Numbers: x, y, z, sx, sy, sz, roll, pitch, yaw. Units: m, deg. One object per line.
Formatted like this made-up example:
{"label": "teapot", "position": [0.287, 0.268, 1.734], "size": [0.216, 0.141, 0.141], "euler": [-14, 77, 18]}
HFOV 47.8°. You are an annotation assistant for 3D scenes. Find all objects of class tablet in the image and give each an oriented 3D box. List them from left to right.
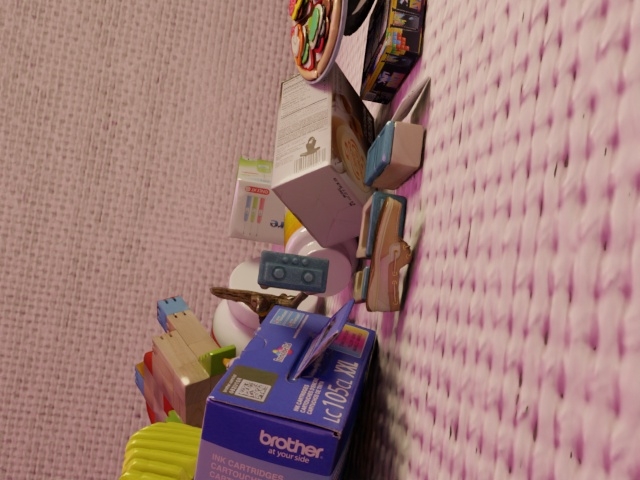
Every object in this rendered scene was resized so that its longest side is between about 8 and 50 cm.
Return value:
{"label": "tablet", "position": [0.104, -0.162, 0.883], "size": [0.054, 0.006, 0.083], "euler": [-45, -8, -26]}

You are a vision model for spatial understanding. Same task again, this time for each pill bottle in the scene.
{"label": "pill bottle", "position": [-0.123, 0.222, 1.467], "size": [0.210, 0.210, 0.363], "euler": [-91, 12, -52]}
{"label": "pill bottle", "position": [0.000, 0.000, 1.159], "size": [0.215, 0.117, 0.117], "euler": [-96, 16, -63]}

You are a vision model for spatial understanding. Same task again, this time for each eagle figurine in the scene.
{"label": "eagle figurine", "position": [-0.084, 0.229, 1.140], "size": [0.225, 0.226, 0.298], "euler": [159, 115, -73]}

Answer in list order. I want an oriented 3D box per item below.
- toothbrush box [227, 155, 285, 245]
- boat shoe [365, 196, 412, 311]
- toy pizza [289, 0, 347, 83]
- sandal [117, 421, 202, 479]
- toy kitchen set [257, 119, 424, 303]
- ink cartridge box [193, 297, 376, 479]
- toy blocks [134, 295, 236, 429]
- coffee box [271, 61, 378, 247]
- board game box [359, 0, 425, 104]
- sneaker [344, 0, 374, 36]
{"label": "toothbrush box", "position": [-0.077, -0.080, 1.489], "size": [0.283, 0.206, 0.122], "euler": [-105, 25, -73]}
{"label": "boat shoe", "position": [0.081, 0.018, 0.818], "size": [0.050, 0.045, 0.135], "euler": [-80, -3, -71]}
{"label": "toy pizza", "position": [-0.012, -0.326, 1.030], "size": [0.201, 0.032, 0.201], "euler": [-179, 90, -69]}
{"label": "sandal", "position": [-0.195, 0.322, 0.873], "size": [0.317, 0.126, 0.138], "euler": [-43, -38, -77]}
{"label": "toy kitchen set", "position": [0.020, -0.037, 0.870], "size": [0.122, 0.166, 0.207], "euler": [130, 148, -77]}
{"label": "ink cartridge box", "position": [-0.044, 0.256, 0.863], "size": [0.270, 0.151, 0.395], "euler": [-54, -25, -70]}
{"label": "toy blocks", "position": [-0.269, 0.290, 1.388], "size": [0.261, 0.191, 0.381], "euler": [41, 135, 44]}
{"label": "coffee box", "position": [0.011, -0.132, 1.066], "size": [0.141, 0.098, 0.246], "euler": [50, -151, -38]}
{"label": "board game box", "position": [0.101, -0.289, 1.009], "size": [0.170, 0.048, 0.141], "euler": [128, 152, -75]}
{"label": "sneaker", "position": [0.045, -0.430, 1.058], "size": [0.107, 0.124, 0.283], "euler": [125, 166, -69]}
